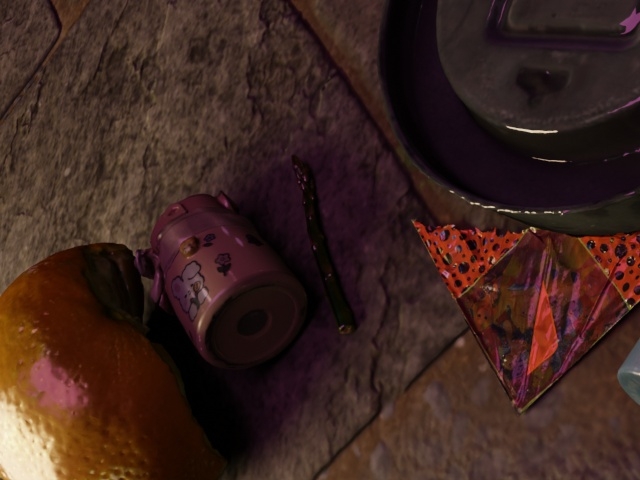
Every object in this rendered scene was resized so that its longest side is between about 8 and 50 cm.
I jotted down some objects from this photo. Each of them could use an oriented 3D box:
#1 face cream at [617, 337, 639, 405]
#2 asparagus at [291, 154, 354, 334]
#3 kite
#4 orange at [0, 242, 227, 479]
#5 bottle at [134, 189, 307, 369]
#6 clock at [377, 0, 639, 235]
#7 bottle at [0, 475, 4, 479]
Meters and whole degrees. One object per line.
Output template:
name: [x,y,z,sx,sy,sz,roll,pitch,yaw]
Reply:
face cream: [0.231,-0.021,0.462,0.077,0.077,0.250,28,77,47]
asparagus: [0.000,0.000,0.784,0.016,0.016,0.163,119,145,-48]
kite: [0.130,0.046,0.637,0.222,0.008,0.125,2,76,45]
orange: [-0.184,0.112,0.802,0.237,0.158,0.179,59,144,37]
bottle: [-0.083,0.022,0.800,0.099,0.099,0.152,-55,46,14]
clock: [0.174,-0.156,0.627,0.318,0.066,0.319,-21,58,37]
bottle: [-0.290,0.180,0.979,0.063,0.047,0.101,28,93,38]
